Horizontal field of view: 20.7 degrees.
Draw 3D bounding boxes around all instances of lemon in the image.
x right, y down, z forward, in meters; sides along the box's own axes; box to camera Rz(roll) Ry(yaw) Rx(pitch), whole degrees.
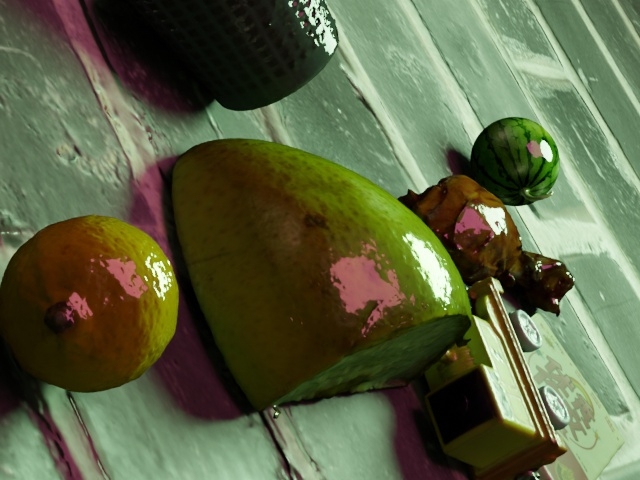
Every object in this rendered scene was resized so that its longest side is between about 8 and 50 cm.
[{"bbox_3d":[-0.141,0.039,1.063,0.109,0.109,0.133,54,9,-5],"label":"lemon"}]

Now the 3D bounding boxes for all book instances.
[{"bbox_3d":[0.221,0.164,1.693,0.162,0.022,0.232,58,25,4],"label":"book"}]

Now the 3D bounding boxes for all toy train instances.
[{"bbox_3d":[0.138,0.121,1.507,0.127,0.089,0.219,27,38,-51],"label":"toy train"}]

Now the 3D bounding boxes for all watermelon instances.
[{"bbox_3d":[0.211,-0.082,1.898,0.109,0.109,0.109,42,27,-28],"label":"watermelon"}]

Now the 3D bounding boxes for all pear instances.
[{"bbox_3d":[0.001,-0.002,1.371,0.239,0.139,0.288,54,21,17],"label":"pear"}]

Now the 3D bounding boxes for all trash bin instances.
[{"bbox_3d":[-0.072,-0.201,1.453,0.161,0.175,0.175,56,21,-30],"label":"trash bin"}]

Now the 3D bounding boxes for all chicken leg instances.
[{"bbox_3d":[0.175,0.007,1.737,0.113,0.093,0.304,56,17,28],"label":"chicken leg"}]
